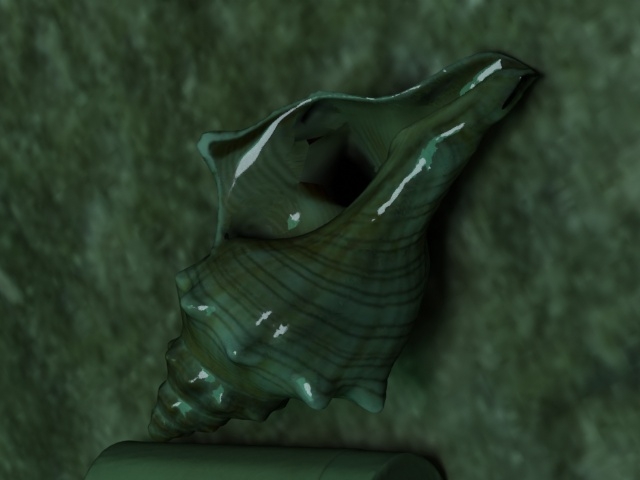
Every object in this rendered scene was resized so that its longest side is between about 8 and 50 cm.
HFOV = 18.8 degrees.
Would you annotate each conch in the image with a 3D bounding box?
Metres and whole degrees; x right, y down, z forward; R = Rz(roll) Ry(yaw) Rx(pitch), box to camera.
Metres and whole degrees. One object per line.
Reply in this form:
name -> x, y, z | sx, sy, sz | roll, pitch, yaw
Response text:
conch -> -0.004, 0.004, 0.920 | 0.137, 0.114, 0.234 | 29, 85, 20

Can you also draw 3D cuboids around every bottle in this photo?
bottle -> -0.032, 0.141, 0.996 | 0.202, 0.072, 0.072 | -3, 100, 41
